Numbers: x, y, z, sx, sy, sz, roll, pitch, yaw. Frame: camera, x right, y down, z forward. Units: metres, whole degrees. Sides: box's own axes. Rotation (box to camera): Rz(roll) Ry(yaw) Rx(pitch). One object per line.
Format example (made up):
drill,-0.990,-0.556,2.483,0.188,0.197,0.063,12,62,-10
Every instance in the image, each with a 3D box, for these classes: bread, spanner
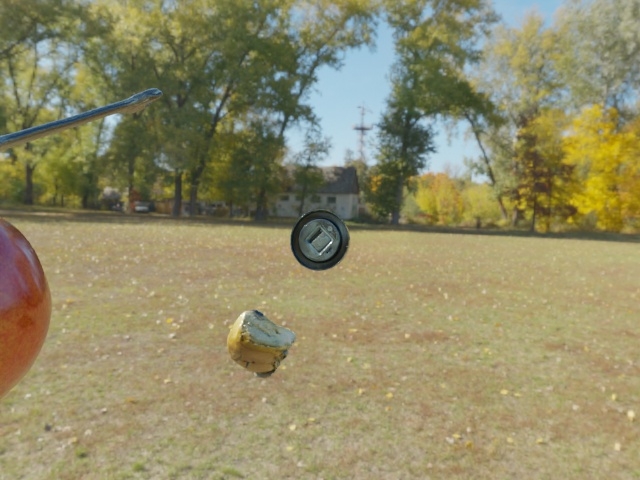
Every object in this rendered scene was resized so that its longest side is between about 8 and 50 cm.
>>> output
bread,-0.073,0.120,0.598,0.072,0.053,0.106,31,-32,0
spanner,-0.241,-0.114,0.504,0.054,0.015,0.254,-18,16,31

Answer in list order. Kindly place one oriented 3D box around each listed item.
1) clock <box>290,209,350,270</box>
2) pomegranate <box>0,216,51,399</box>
clock,0.000,0.000,0.714,0.085,0.085,0.017,3,-3,18
pomegranate,-0.371,0.075,0.459,0.221,0.221,0.257,3,28,23
